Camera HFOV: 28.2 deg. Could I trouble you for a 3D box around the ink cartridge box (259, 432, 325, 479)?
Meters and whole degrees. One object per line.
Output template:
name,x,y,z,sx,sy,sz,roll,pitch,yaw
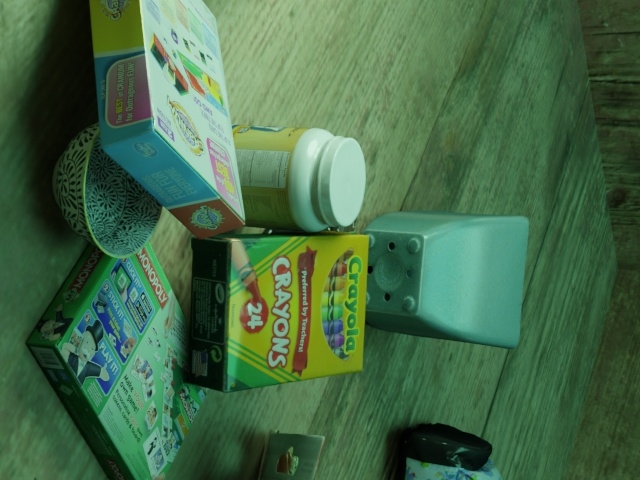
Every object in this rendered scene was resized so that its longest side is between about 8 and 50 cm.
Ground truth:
ink cartridge box,-0.037,0.477,1.843,0.308,0.091,0.385,156,-53,-72

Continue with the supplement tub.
supplement tub,-0.052,-0.086,1.775,0.144,0.199,0.144,5,90,-66

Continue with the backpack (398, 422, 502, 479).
backpack,0.258,0.572,2.565,0.290,0.273,0.356,20,88,-72

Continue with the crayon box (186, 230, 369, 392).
crayon box,-0.035,0.089,1.760,0.318,0.081,0.202,-4,97,-46

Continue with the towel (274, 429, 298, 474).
towel,-0.052,0.382,2.009,0.110,0.027,0.148,-131,-144,-68

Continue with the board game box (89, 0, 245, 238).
board game box,-0.182,-0.192,1.491,0.242,0.064,0.316,49,27,-57

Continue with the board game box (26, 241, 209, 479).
board game box,-0.238,0.153,1.598,0.317,0.046,0.213,71,33,-41

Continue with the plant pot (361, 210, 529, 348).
plant pot,0.201,0.064,2.325,0.252,0.247,0.248,5,90,-49

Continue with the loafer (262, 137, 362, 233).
loafer,0.000,0.000,1.984,0.130,0.133,0.366,70,34,-42

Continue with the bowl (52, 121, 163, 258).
bowl,-0.256,-0.067,1.475,0.170,0.080,0.170,6,90,-66

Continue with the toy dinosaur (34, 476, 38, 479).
toy dinosaur,-0.319,0.396,1.422,0.160,0.121,0.314,-50,135,-70
